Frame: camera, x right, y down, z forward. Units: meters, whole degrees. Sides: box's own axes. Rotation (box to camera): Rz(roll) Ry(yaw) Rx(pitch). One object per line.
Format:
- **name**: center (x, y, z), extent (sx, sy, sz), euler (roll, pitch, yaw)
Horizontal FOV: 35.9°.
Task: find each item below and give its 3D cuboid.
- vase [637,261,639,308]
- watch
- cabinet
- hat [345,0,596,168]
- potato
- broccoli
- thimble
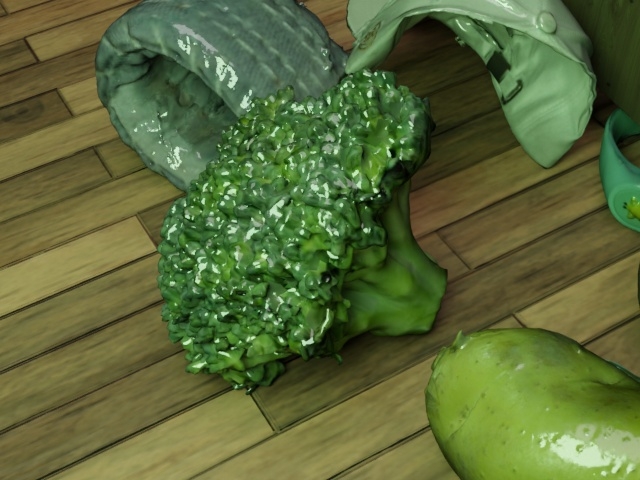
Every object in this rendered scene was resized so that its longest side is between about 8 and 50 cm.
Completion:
- **vase**: center (0.413, 0.002, 0.798), extent (0.240, 0.329, 0.302), euler (-6, 61, -58)
- **watch**: center (0.396, -0.065, 0.996), extent (0.237, 0.068, 0.195), euler (25, 50, 29)
- **cabinet**: center (0.370, -0.224, 1.007), extent (0.174, 0.148, 0.215), euler (-19, 50, -17)
- **hat**: center (0.165, -0.233, 1.036), extent (0.257, 0.168, 0.301), euler (22, 33, -23)
- **potato**: center (0.193, 0.154, 0.725), extent (0.248, 0.169, 0.144), euler (23, 88, 37)
- **broccoli**: center (0.000, 0.000, 0.844), extent (0.288, 0.245, 0.248), euler (-13, 67, 38)
- **thimble**: center (-0.097, -0.166, 1.016), extent (0.236, 0.205, 0.172), euler (26, 51, 21)
